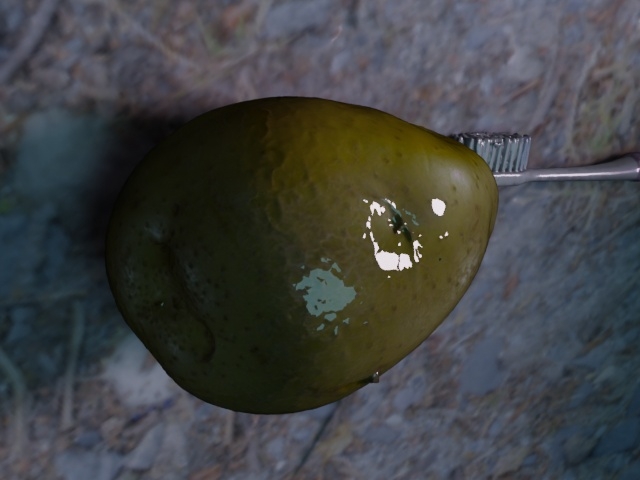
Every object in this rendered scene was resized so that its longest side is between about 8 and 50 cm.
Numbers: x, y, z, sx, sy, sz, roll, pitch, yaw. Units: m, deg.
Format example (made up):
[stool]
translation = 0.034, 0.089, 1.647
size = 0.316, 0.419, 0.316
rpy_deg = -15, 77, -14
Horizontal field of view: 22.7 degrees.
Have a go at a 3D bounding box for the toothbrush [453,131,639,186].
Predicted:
[toothbrush]
translation = 0.217, -0.051, 0.976
size = 0.354, 0.024, 0.029
rpy_deg = -2, 114, -34

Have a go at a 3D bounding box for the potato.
[potato]
translation = 0.000, 0.000, 0.783
size = 0.194, 0.157, 0.157
rpy_deg = -23, 133, -39
